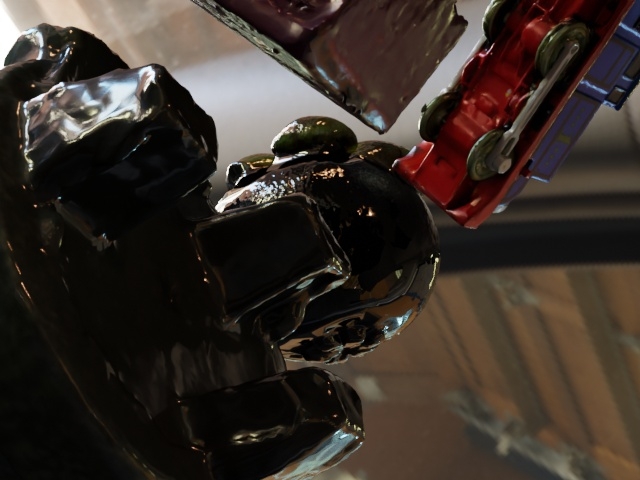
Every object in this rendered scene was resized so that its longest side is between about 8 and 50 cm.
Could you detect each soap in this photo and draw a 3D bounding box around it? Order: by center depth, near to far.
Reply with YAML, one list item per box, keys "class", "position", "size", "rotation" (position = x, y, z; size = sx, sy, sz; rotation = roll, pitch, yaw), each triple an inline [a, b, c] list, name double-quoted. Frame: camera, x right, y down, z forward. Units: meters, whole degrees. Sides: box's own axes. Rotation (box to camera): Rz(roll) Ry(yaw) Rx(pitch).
- class: "soap"
  position: [-0.041, -0.177, 0.793]
  size: [0.250, 0.099, 0.162]
  rotation: [38, 4, 27]

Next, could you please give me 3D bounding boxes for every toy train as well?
- class: "toy train"
  position: [0.154, -0.108, 0.971]
  size: [0.083, 0.204, 0.131]
  rotation: [43, 18, 33]

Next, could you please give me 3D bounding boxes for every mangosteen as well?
- class: "mangosteen"
  position: [0.000, 0.000, 1.256]
  size: [0.243, 0.243, 0.243]
  rotation: [42, -21, 20]

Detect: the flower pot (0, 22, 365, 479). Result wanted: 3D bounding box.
- class: "flower pot"
  position: [-0.140, 0.034, 0.729]
  size: [0.299, 0.283, 0.299]
  rotation: [53, 22, -32]
